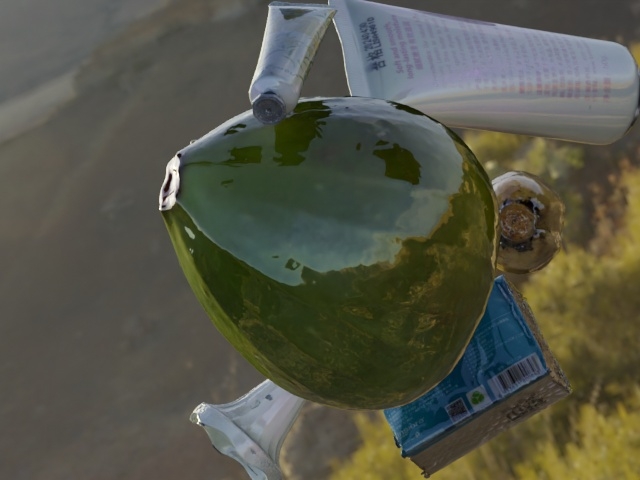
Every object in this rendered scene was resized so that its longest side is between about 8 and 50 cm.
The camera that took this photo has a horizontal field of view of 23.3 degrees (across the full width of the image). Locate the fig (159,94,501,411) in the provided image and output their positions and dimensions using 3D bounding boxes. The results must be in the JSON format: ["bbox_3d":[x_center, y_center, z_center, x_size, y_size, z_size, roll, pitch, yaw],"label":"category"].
[{"bbox_3d":[0.000,0.000,1.447,0.316,0.316,0.316,-23,14,6],"label":"fig"}]

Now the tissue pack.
[{"bbox_3d":[0.222,0.208,2.355,0.271,0.134,0.192,-32,56,16],"label":"tissue pack"}]

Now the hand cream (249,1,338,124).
[{"bbox_3d":[-0.029,-0.168,1.384,0.067,0.042,0.194,0,37,10],"label":"hand cream"}]

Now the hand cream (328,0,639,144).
[{"bbox_3d":[0.186,-0.182,1.734,0.359,0.185,0.118,6,-38,-21],"label":"hand cream"}]

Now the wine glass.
[{"bbox_3d":[-0.069,0.235,2.212,0.196,0.165,0.165,-49,20,-12],"label":"wine glass"}]

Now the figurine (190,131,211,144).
[{"bbox_3d":[-0.093,-0.065,2.230,0.215,0.215,0.228,-26,7,-8],"label":"figurine"}]

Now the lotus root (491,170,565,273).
[{"bbox_3d":[0.246,-0.021,1.918,0.221,0.118,0.125,4,-70,-83],"label":"lotus root"}]
